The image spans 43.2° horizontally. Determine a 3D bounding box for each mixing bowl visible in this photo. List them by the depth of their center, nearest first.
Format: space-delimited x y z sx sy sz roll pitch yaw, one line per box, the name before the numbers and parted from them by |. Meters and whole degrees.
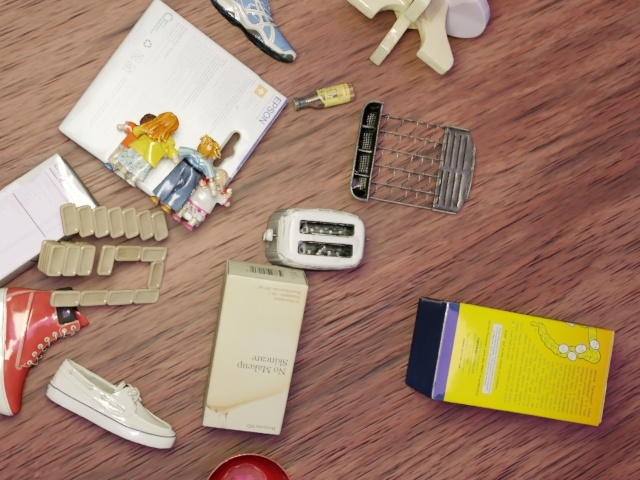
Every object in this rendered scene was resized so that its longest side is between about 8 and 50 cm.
mixing bowl | -0.148 0.502 1.605 0.181 0.098 0.182 0 90 -10

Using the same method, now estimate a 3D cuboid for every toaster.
toaster | 0.000 0.000 1.618 0.226 0.146 0.129 6 88 -10

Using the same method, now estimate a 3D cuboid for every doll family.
doll family | -0.275 -0.145 1.523 0.263 0.118 0.163 38 84 -9

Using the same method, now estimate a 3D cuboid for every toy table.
toy table | 0.193 -0.466 1.627 0.274 0.252 0.161 31 67 4

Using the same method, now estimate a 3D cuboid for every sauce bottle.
sauce bottle | 0.007 -0.295 1.679 0.128 0.042 0.042 -16 92 -11

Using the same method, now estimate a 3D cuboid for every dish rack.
dish rack | 0.197 -0.165 1.694 0.271 0.074 0.209 10 88 -10

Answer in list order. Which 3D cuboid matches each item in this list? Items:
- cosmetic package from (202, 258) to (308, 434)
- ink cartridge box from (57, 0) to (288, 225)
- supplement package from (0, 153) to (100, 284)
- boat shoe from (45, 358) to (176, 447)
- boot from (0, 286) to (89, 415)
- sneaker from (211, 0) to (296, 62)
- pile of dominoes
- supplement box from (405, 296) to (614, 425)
cosmetic package | -0.129 0.205 1.567 0.160 0.113 0.310 8 103 -9
ink cartridge box | -0.289 -0.250 1.613 0.330 0.071 0.324 37 84 -10
supplement package | -0.550 -0.035 1.528 0.244 0.134 0.139 -36 95 -9
boat shoe | -0.395 0.315 1.573 0.267 0.096 0.088 27 89 0
boot | -0.536 0.212 1.552 0.176 0.088 0.245 0 85 -11
sneaker | -0.123 -0.447 1.640 0.211 0.080 0.081 43 85 -8
pile of dominoes | -0.405 0.025 1.531 0.251 0.040 0.196 2 105 -47
supplement box | 0.380 0.241 1.655 0.356 0.194 0.195 11 87 -10
